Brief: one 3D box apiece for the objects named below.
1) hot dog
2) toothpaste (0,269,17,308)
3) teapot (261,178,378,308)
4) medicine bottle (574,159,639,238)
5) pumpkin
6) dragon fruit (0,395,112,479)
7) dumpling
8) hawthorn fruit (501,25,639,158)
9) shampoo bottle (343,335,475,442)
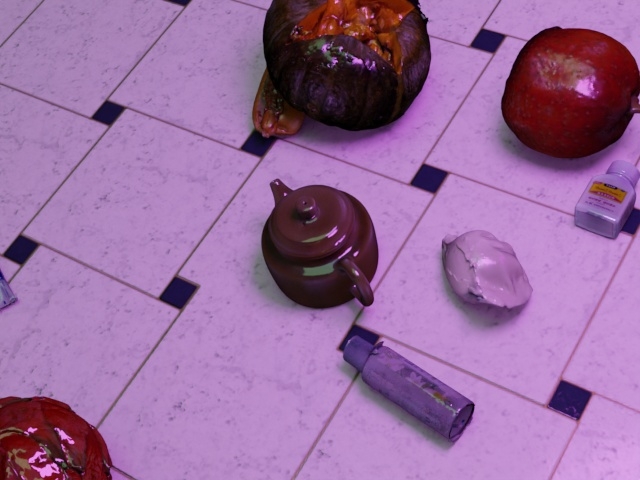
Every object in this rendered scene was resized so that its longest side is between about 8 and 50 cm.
[{"bbox_3d":[-0.065,-0.288,1.921,0.102,0.076,0.249,6,57,13],"label":"hot dog"},{"bbox_3d":[-0.584,0.055,1.839,0.045,0.028,0.170,-25,56,-13],"label":"toothpaste"},{"bbox_3d":[0.000,0.000,1.647,0.185,0.175,0.267,-36,56,-9],"label":"teapot"},{"bbox_3d":[0.464,-0.069,1.655,0.074,0.055,0.118,24,64,28],"label":"medicine bottle"},{"bbox_3d":[0.045,-0.341,1.831,0.320,0.192,0.320,9,56,-14],"label":"pumpkin"},{"bbox_3d":[-0.412,0.353,1.475,0.299,0.244,0.244,30,67,38],"label":"dragon fruit"},{"bbox_3d":[0.262,0.040,1.607,0.127,0.108,0.188,-7,33,-19],"label":"dumpling"},{"bbox_3d":[0.422,-0.234,1.690,0.250,0.215,0.215,17,62,25],"label":"hawthorn fruit"},{"bbox_3d":[0.126,0.212,1.535,0.214,0.072,0.072,31,68,29],"label":"shampoo bottle"}]
